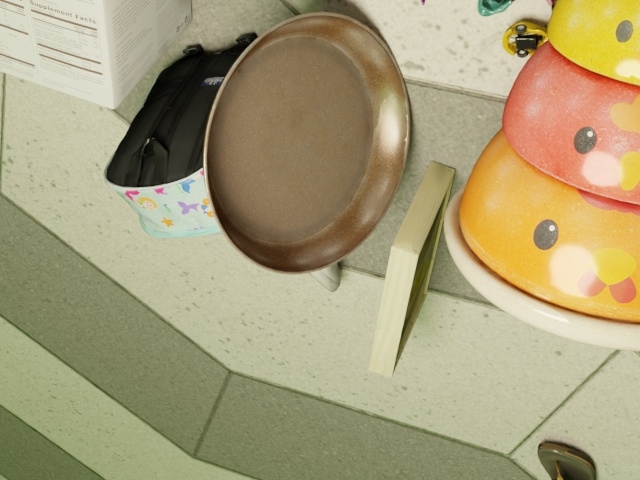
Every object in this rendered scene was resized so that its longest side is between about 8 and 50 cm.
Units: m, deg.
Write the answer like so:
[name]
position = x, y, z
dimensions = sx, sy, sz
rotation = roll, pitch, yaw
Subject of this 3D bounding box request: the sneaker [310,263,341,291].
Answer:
[sneaker]
position = 0.000, 0.000, 1.444
dimensions = 0.080, 0.094, 0.212
rotation = 38, 172, 33

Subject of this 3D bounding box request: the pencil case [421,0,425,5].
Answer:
[pencil case]
position = 0.067, -0.322, 1.064
dimensions = 0.152, 0.064, 0.070
rotation = 33, 124, -4

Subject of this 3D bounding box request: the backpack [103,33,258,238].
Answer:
[backpack]
position = -0.142, -0.111, 1.262
dimensions = 0.225, 0.253, 0.191
rotation = -3, 131, 31

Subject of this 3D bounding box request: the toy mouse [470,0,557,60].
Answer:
[toy mouse]
position = 0.227, -0.262, 1.058
dimensions = 0.161, 0.031, 0.143
rotation = 1, 137, 25

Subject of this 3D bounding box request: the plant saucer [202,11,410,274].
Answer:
[plant saucer]
position = -0.019, -0.115, 1.174
dimensions = 0.050, 0.310, 0.310
rotation = 22, 147, 47

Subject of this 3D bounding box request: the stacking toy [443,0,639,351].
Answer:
[stacking toy]
position = 0.310, -0.167, 0.946
dimensions = 0.351, 0.350, 0.480
rotation = 13, 124, 18

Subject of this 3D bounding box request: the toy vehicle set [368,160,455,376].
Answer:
[toy vehicle set]
position = 0.123, 0.044, 1.343
dimensions = 0.035, 0.166, 0.267
rotation = 19, 139, 11

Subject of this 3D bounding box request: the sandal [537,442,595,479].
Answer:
[sandal]
position = 0.412, 0.416, 1.654
dimensions = 0.090, 0.060, 0.219
rotation = 4, 135, 26

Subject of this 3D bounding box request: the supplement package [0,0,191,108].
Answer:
[supplement package]
position = -0.284, -0.335, 1.147
dimensions = 0.198, 0.199, 0.262
rotation = 19, 140, 12
